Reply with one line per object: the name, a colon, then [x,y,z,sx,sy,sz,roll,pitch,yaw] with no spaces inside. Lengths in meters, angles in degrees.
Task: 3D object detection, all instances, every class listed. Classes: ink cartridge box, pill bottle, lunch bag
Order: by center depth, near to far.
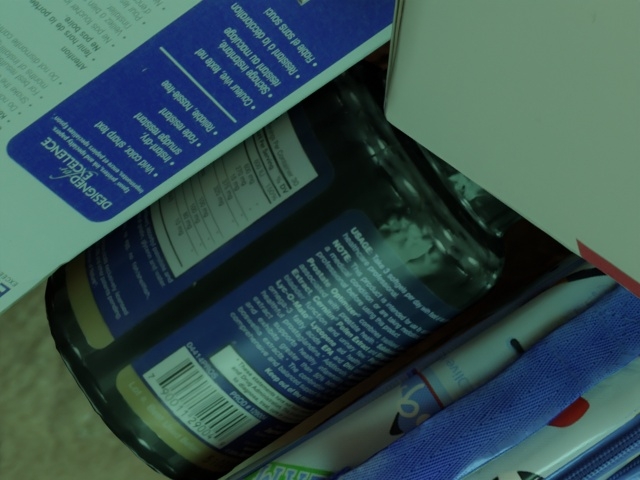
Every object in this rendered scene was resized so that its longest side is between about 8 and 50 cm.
ink cartridge box: [0.195,-0.086,0.534,0.283,0.207,0.117,-28,141,-34]
ink cartridge box: [-0.054,-0.111,0.582,0.333,0.065,0.165,-34,138,10]
pill bottle: [0.000,0.000,0.675,0.219,0.123,0.123,-35,137,14]
lunch bag: [0.073,0.099,0.730,0.303,0.115,0.243,-34,172,-7]
